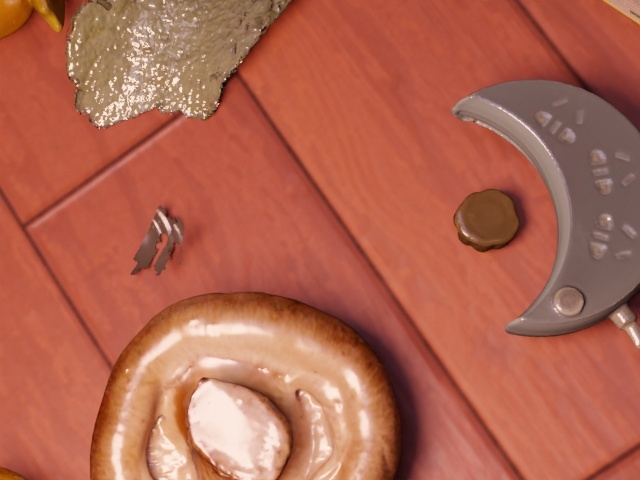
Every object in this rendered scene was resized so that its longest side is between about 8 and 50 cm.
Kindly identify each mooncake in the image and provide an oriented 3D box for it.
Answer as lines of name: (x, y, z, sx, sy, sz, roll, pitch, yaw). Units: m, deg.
mooncake: (-0.003, -0.006, 1.388, 0.346, 0.057, 0.150, 12, 66, 18)

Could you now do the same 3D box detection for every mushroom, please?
mushroom: (-0.062, 0.178, 1.307, 0.278, 0.146, 0.278, 0, 79, 2)

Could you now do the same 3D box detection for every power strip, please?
power strip: (0.216, -0.022, 1.327, 0.167, 0.054, 0.253, -13, 74, -4)

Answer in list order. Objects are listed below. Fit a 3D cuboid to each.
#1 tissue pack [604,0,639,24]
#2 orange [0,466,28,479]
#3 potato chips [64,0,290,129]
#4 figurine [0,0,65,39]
tissue pack: (0.249, -0.267, 1.381, 0.176, 0.095, 0.062, 37, 85, 19)
orange: (-0.291, 0.267, 1.327, 0.134, 0.154, 0.155, -2, 75, 22)
potato chips: (-0.128, -0.197, 1.467, 0.228, 0.059, 0.167, -6, 80, 6)
figurine: (-0.377, -0.248, 1.487, 0.228, 0.215, 0.215, -29, 71, -12)
